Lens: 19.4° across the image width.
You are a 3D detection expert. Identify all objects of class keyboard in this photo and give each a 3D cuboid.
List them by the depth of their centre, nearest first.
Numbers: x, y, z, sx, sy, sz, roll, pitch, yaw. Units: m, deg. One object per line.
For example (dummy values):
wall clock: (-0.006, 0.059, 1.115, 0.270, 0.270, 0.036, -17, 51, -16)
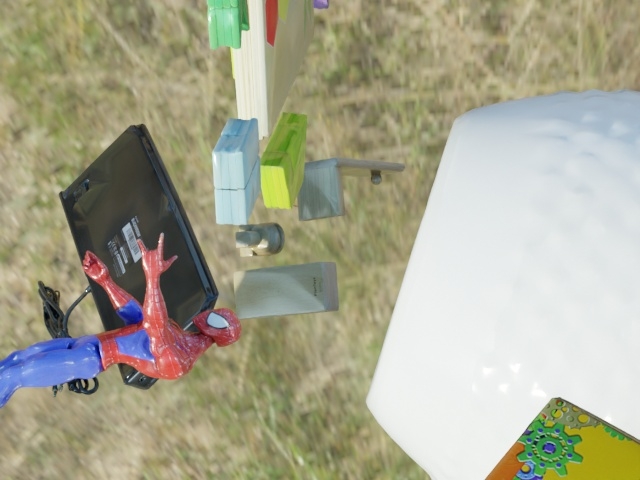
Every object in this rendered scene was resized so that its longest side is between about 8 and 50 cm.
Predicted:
keyboard: (-0.200, 0.034, 1.810, 0.201, 0.033, 0.317, -43, 38, 13)

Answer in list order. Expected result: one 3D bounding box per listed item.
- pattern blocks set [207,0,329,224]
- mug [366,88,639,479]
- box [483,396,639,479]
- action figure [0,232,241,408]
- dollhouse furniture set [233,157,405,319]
pattern blocks set: (-0.029, -0.156, 1.126, 0.026, 0.325, 0.285, 2, 109, 8)
mug: (0.197, 0.085, 1.043, 0.328, 0.374, 0.276, 18, 58, 2)
box: (0.086, 0.277, 0.786, 0.177, 0.290, 0.279, 30, 57, 22)
action figure: (-0.207, 0.063, 1.534, 0.280, 0.091, 0.139, -8, 104, -4)
dollhouse furniture set: (0.000, 0.000, 1.941, 0.144, 0.123, 0.151, -7, 86, 36)
